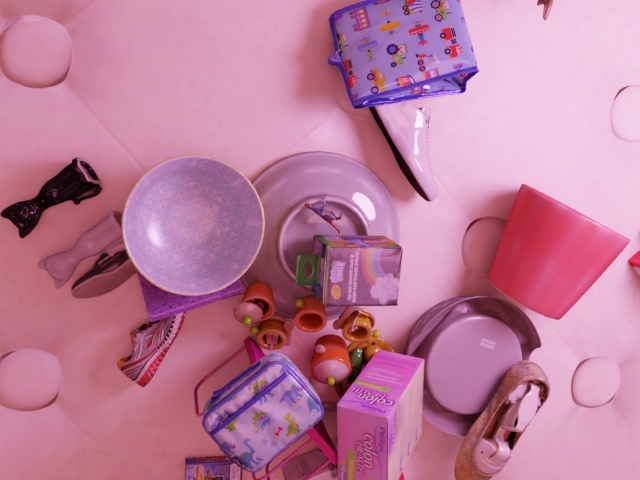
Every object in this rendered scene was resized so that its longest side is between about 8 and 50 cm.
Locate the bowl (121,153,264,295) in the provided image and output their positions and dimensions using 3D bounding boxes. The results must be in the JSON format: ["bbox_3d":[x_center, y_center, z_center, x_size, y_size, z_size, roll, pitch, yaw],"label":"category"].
[{"bbox_3d":[-0.277,-0.034,1.500,0.290,0.156,0.289,-1,93,-20],"label":"bowl"}]

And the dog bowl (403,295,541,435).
[{"bbox_3d":[0.363,0.294,1.736,0.349,0.102,0.348,-2,100,-13],"label":"dog bowl"}]

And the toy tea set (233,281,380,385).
[{"bbox_3d":[-0.043,0.220,1.584,0.336,0.124,0.200,18,128,-13],"label":"toy tea set"}]

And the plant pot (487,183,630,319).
[{"bbox_3d":[0.536,0.035,1.661,0.275,0.275,0.243,24,102,-15],"label":"plant pot"}]

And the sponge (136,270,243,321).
[{"bbox_3d":[-0.285,0.092,1.552,0.210,0.031,0.117,-17,66,-14],"label":"sponge"}]

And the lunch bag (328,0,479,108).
[{"bbox_3d":[0.161,-0.414,1.530,0.293,0.138,0.220,-12,81,-5],"label":"lunch bag"}]

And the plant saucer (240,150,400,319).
[{"bbox_3d":[0.000,0.000,1.606,0.401,0.100,0.400,-2,100,-12],"label":"plant saucer"}]

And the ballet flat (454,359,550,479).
[{"bbox_3d":[0.428,0.446,1.666,0.123,0.123,0.348,28,93,-16],"label":"ballet flat"}]

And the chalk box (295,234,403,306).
[{"bbox_3d":[0.051,0.062,1.509,0.213,0.132,0.132,2,100,-12],"label":"chalk box"}]

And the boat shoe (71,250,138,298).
[{"bbox_3d":[-0.453,0.056,1.546,0.206,0.075,0.065,-30,62,-1],"label":"boat shoe"}]

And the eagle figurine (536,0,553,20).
[{"bbox_3d":[0.396,-0.641,1.564,0.298,0.225,0.226,20,51,14],"label":"eagle figurine"}]

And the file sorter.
[{"bbox_3d":[-0.130,0.405,1.594,0.182,0.202,0.290,-39,105,-2],"label":"file sorter"}]

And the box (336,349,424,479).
[{"bbox_3d":[0.137,0.400,1.573,0.117,0.243,0.213,9,115,23],"label":"box"}]

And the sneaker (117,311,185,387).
[{"bbox_3d":[-0.369,0.210,1.566,0.093,0.088,0.225,31,88,-8],"label":"sneaker"}]

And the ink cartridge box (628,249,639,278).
[{"bbox_3d":[0.880,0.091,1.800,0.078,0.134,0.231,-38,105,-3],"label":"ink cartridge box"}]

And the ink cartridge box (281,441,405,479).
[{"bbox_3d":[0.062,0.600,1.714,0.273,0.114,0.196,-18,104,-10],"label":"ink cartridge box"}]

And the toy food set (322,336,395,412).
[{"bbox_3d":[0.103,0.339,1.701,0.128,0.071,0.217,25,94,-15],"label":"toy food set"}]

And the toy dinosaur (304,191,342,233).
[{"bbox_3d":[0.004,-0.056,1.526,0.082,0.047,0.090,6,110,5],"label":"toy dinosaur"}]

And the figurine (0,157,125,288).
[{"bbox_3d":[-0.529,-0.029,1.483,0.209,0.092,0.214,-33,94,3],"label":"figurine"}]

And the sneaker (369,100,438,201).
[{"bbox_3d":[0.220,-0.231,1.611,0.123,0.106,0.290,-29,103,-4],"label":"sneaker"}]

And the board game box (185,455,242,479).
[{"bbox_3d":[-0.255,0.614,1.687,0.136,0.035,0.201,2,99,-13],"label":"board game box"}]

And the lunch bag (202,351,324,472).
[{"bbox_3d":[-0.120,0.345,1.437,0.219,0.090,0.176,-37,103,-1],"label":"lunch bag"}]
